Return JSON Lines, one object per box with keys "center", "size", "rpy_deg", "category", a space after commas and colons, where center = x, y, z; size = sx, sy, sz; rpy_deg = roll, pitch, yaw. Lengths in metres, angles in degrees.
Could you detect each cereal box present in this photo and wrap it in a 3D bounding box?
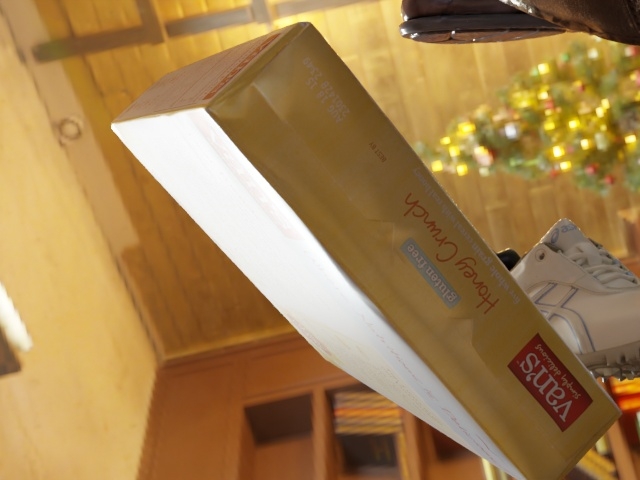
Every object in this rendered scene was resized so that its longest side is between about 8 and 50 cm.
{"center": [0.000, 0.000, 0.453], "size": [0.173, 0.047, 0.240], "rpy_deg": [49, 170, -16], "category": "cereal box"}

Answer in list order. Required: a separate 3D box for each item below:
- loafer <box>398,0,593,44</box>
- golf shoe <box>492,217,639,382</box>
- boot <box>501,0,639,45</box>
{"center": [0.195, -0.216, 0.914], "size": [0.109, 0.302, 0.095], "rpy_deg": [7, 103, 63], "category": "loafer"}
{"center": [0.126, 0.029, 0.536], "size": [0.176, 0.069, 0.086], "rpy_deg": [-16, 73, 59], "category": "golf shoe"}
{"center": [0.082, -0.149, 0.282], "size": [0.229, 0.091, 0.263], "rpy_deg": [59, 169, -27], "category": "boot"}
